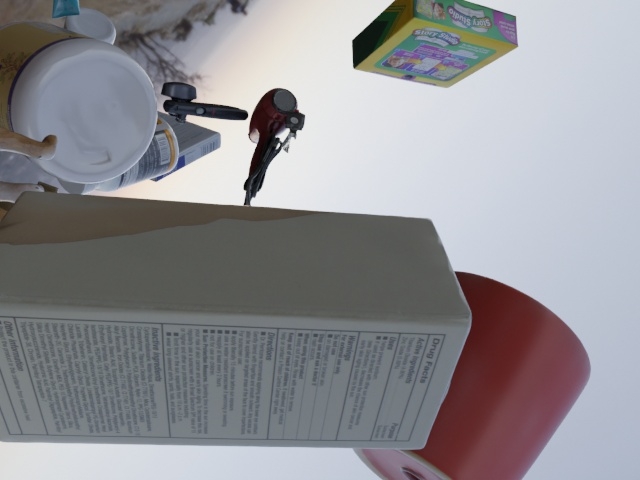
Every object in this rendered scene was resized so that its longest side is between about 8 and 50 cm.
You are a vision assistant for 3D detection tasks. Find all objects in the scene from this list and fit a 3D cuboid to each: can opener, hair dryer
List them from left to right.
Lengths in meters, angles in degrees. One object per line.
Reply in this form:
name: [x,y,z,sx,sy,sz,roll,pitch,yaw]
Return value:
can opener: [-0.225,-0.260,1.105,0.059,0.186,0.073,43,-60,46]
hair dryer: [-0.118,-0.194,1.092,0.224,0.080,0.293,-54,-162,17]

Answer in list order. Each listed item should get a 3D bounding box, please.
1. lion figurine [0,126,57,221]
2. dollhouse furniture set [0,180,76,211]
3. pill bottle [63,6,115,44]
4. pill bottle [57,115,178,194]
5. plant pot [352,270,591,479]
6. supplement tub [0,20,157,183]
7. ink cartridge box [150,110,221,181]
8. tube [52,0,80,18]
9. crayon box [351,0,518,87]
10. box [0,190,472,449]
lion figurine: [-0.408,-0.048,0.606,0.392,0.240,0.142,43,-66,42]
dollhouse furniture set: [-0.513,0.015,1.088,0.212,0.242,0.161,-87,-162,-74]
pill bottle: [-0.788,-0.624,1.859,0.264,0.153,0.153,-42,-158,47]
pill bottle: [-0.506,-0.212,1.391,0.162,0.162,0.278,-30,-179,41]
plant pot: [0.181,0.218,0.751,0.243,0.275,0.275,-52,-160,-28]
supplement tub: [-0.477,-0.260,1.007,0.331,0.241,0.241,27,-102,38]
ink cartridge box: [-0.560,-0.326,1.860,0.324,0.330,0.071,-43,146,-47]
tube: [-0.712,-0.721,1.560,0.052,0.080,0.207,27,58,-77]
crayon box: [0.324,-0.574,1.621,0.313,0.362,0.106,-19,-110,62]
box: [-0.067,0.062,0.412,0.121,0.311,0.148,-96,-167,-54]
